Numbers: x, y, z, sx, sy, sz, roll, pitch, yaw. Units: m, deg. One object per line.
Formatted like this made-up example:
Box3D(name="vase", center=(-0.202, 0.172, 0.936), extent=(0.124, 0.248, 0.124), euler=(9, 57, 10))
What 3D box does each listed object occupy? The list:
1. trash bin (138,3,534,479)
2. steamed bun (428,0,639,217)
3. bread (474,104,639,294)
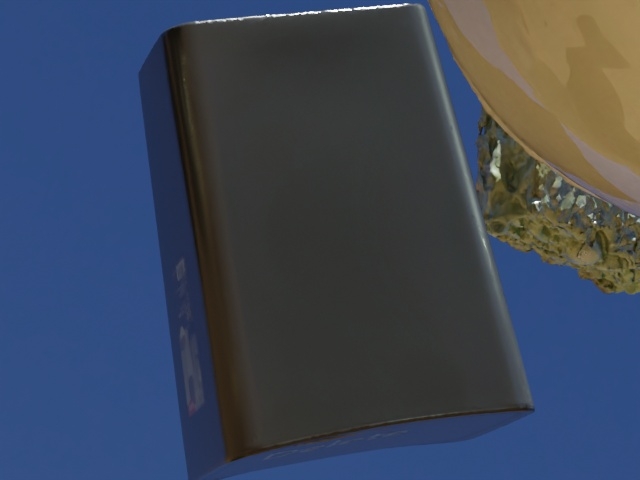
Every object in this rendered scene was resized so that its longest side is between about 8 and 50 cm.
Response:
Box3D(name="trash bin", center=(0.000, 0.000, 1.017), extent=(0.165, 0.225, 0.115), euler=(-7, -11, -18))
Box3D(name="steamed bun", center=(0.199, -0.152, 0.758), extent=(0.324, 0.324, 0.206), euler=(40, -27, -17))
Box3D(name="bread", center=(0.153, -0.060, 1.200), extent=(0.064, 0.172, 0.232), euler=(-7, -68, 44))
